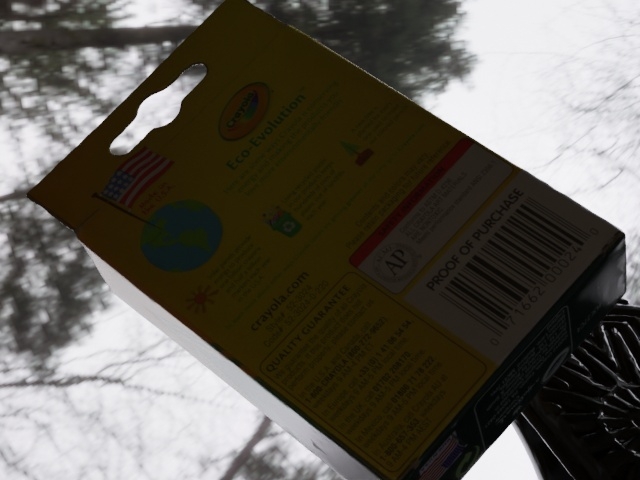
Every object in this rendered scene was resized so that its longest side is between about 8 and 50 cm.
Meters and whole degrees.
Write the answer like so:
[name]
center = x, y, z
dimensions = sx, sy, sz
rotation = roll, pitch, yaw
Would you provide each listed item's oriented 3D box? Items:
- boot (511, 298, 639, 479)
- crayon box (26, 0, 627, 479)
[boot]
center = 0.182, 0.219, 1.017
dimensions = 0.131, 0.348, 0.260
rotation = -1, -54, -19
[crayon box]
center = 0.000, 0.000, 0.954
dimensions = 0.318, 0.081, 0.202
rotation = 36, -107, 28
